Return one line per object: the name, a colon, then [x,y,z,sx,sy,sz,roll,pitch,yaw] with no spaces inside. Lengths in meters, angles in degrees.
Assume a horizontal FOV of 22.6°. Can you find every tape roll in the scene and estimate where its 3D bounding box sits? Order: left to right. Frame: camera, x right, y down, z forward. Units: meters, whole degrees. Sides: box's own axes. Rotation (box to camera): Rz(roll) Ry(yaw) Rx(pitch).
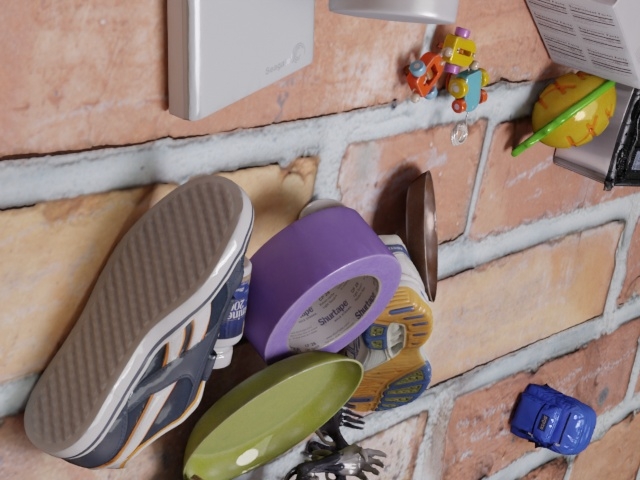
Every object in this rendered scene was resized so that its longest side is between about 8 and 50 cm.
tape roll: [-0.006,0.056,1.804,0.189,0.080,0.189,-30,153,-17]

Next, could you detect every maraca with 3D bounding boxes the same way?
maraca: [0.342,-0.174,2.253,0.185,0.099,0.127,-36,176,-25]

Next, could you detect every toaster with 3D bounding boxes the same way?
toaster: [0.444,-0.168,2.405,0.185,0.110,0.168,-3,111,-57]

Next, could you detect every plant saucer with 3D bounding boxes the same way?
plant saucer: [-0.061,0.196,1.834,0.241,0.037,0.241,-30,158,-14]
plant saucer: [0.128,-0.005,2.035,0.168,0.029,0.168,-3,90,-81]

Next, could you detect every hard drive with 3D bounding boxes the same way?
hard drive: [-0.075,-0.292,1.582,0.203,0.040,0.307,-33,134,-44]

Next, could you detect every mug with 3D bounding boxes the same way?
mug: [0.001,-0.003,1.878,0.078,0.062,0.064,-21,144,-11]

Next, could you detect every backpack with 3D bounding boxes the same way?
backpack: [0.375,0.296,2.587,0.101,0.120,0.098,1,109,-58]

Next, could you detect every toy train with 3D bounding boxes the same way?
toy train: [0.151,-0.197,1.995,0.125,0.046,0.166,-58,145,-14]

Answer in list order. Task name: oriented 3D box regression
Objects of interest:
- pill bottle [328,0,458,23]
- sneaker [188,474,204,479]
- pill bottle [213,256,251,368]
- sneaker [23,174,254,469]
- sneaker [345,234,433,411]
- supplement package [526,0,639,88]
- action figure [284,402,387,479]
pill bottle: [0.087,-0.380,1.592,0.176,0.176,0.319,-2,100,-57]
sneaker: [-0.137,0.387,1.867,0.153,0.099,0.282,-51,150,-15]
pill bottle: [-0.113,0.074,1.728,0.067,0.067,0.120,-21,126,-51]
sneaker: [-0.162,0.086,1.608,0.321,0.126,0.127,-54,144,-3]
sneaker: [0.082,0.107,2.015,0.112,0.131,0.296,-3,146,-12]
supplement package: [0.393,-0.353,2.167,0.194,0.149,0.203,-60,148,-14]
action figure: [0.021,0.311,1.935,0.276,0.141,0.164,-78,166,-59]
